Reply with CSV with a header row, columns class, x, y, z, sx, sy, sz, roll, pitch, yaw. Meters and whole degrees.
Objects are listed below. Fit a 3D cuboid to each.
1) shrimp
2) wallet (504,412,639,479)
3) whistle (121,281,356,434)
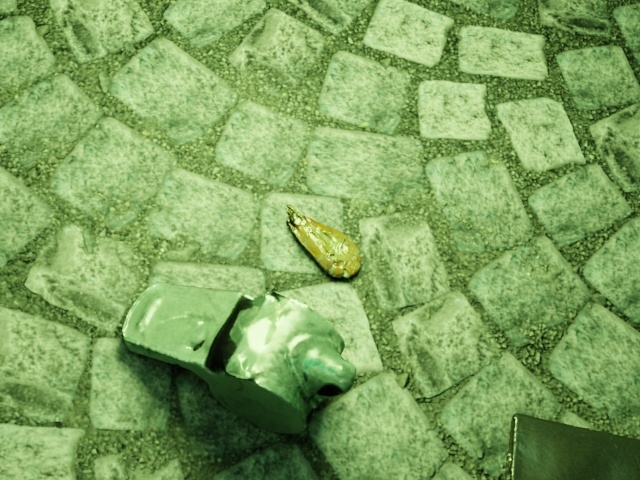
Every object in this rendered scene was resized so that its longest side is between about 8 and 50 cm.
class,x,y,z,sx,sy,sz,roll,pitch,yaw
shrimp,0.000,0.000,2.046,0.184,0.043,0.091,39,55,3
wallet,0.481,0.418,1.918,0.321,0.044,0.171,14,62,-8
whistle,-0.140,0.178,1.835,0.404,0.188,0.168,25,61,3
